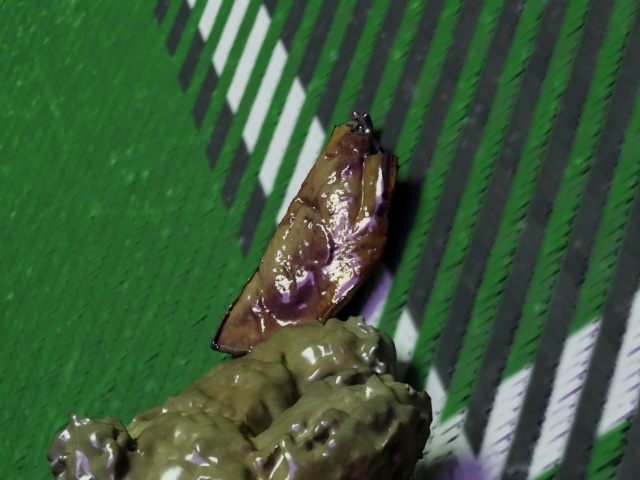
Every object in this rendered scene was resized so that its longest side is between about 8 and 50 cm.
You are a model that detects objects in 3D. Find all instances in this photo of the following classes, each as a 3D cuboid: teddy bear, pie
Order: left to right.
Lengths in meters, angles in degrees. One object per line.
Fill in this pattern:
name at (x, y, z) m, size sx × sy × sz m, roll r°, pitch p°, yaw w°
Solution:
teddy bear at (-0.017, 0.163, 0.530) m, size 0.256 × 0.156 × 0.267 m, roll 27°, pitch 83°, yaw 42°
pie at (0.000, 0.000, 0.686) m, size 0.092 × 0.034 × 0.170 m, roll 17°, pitch 78°, yaw 47°
